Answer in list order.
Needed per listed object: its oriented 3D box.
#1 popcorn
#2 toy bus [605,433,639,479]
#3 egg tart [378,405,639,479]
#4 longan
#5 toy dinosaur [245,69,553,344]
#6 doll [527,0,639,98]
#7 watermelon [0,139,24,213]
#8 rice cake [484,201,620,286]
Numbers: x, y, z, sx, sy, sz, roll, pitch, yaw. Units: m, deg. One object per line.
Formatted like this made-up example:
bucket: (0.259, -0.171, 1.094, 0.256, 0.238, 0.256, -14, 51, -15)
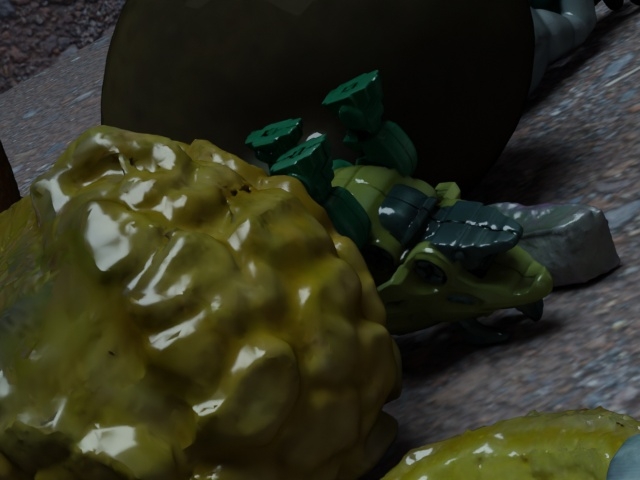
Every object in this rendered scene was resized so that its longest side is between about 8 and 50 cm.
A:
popcorn: (-0.087, 0.057, 0.886, 0.250, 0.190, 0.250, -16, 59, 28)
toy bus: (0.187, 0.073, 0.472, 0.133, 0.164, 0.276, -7, 25, 40)
egg tart: (0.051, 0.140, 0.616, 0.212, 0.090, 0.212, -23, 16, 7)
longan: (-0.004, -0.101, 1.159, 0.300, 0.243, 0.300, -34, 36, 30)
toy dinosaur: (0.000, 0.000, 0.993, 0.259, 0.153, 0.094, -11, 32, 45)
doll: (0.124, -0.165, 1.355, 0.258, 0.153, 0.195, -9, 1, 6)
watermelon: (-0.274, 0.084, 1.068, 0.264, 0.302, 0.151, -12, 50, -1)
rice cake: (0.079, 0.014, 1.025, 0.207, 0.047, 0.036, -14, 37, 43)
